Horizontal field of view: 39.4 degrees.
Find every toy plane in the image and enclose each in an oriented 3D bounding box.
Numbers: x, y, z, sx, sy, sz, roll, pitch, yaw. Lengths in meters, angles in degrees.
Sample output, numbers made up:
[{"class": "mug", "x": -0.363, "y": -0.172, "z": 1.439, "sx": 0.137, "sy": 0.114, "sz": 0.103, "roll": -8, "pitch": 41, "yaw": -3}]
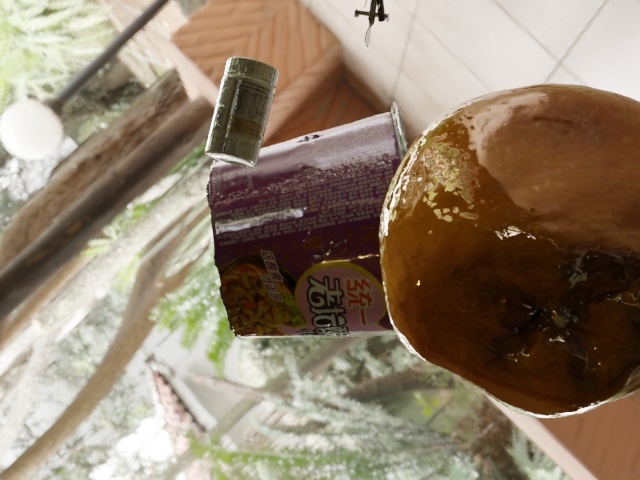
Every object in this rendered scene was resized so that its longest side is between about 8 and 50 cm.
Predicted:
[{"class": "toy plane", "x": 0.047, "y": -0.224, "z": 0.756, "sx": 0.031, "sy": 0.120, "sz": 0.049, "roll": 7, "pitch": -168, "yaw": 7}]

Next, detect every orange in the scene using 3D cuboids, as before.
[{"class": "orange", "x": 0.156, "y": 0.007, "z": 0.615, "sx": 0.249, "sy": 0.249, "sz": 0.183, "roll": 47, "pitch": -164, "yaw": -10}]

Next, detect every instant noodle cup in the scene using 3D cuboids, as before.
[{"class": "instant noodle cup", "x": 0.000, "y": 0.000, "z": 1.221, "sx": 0.340, "sy": 0.266, "sz": 0.339, "roll": -10, "pitch": -90, "yaw": -88}]

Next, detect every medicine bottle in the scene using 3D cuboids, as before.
[{"class": "medicine bottle", "x": -0.066, "y": -0.107, "z": 0.751, "sx": 0.047, "sy": 0.083, "sz": 0.047, "roll": 13, "pitch": 175, "yaw": 1}]
